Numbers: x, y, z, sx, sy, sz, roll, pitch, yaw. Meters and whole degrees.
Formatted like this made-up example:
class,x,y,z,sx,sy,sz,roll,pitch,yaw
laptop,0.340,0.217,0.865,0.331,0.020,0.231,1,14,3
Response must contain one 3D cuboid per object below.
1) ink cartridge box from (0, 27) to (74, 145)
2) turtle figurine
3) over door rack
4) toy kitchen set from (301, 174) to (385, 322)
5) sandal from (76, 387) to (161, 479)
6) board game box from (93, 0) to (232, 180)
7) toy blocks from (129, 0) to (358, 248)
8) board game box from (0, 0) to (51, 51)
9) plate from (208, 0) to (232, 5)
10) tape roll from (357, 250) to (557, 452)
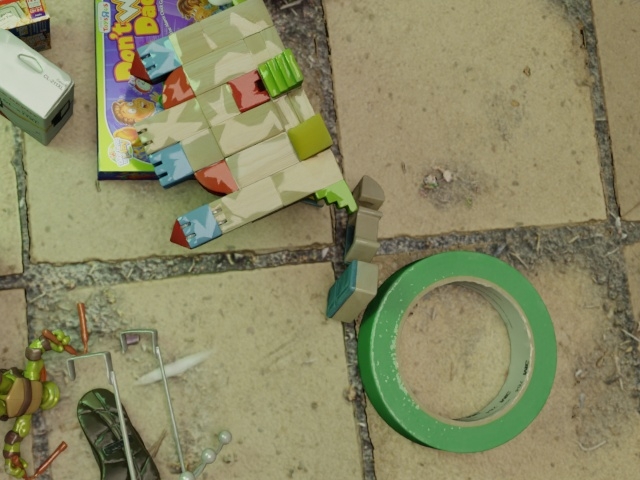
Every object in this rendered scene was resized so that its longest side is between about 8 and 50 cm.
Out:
class,x,y,z,sx,sy,sz,roll,pitch,yaw
ink cartridge box,-0.429,-0.218,1.428,0.127,0.175,0.072,36,76,-7
turtle figurine,-0.430,0.205,1.384,0.087,0.217,0.269,17,89,25
over door rack,-0.212,0.276,1.381,0.108,0.239,0.324,-23,90,7
toy kitchen set,0.000,0.000,1.562,0.166,0.122,0.207,14,60,-12
sandal,-0.300,0.325,1.458,0.090,0.060,0.219,-23,75,-21
board game box,-0.232,-0.269,1.536,0.233,0.078,0.347,-1,83,-15
toy blocks,-0.146,-0.162,1.429,0.261,0.191,0.381,-24,90,-5
board game box,-0.493,-0.294,1.436,0.193,0.147,0.045,-19,88,-17
plate,-0.106,-0.518,1.562,0.278,0.045,0.277,-22,71,-22
tape roll,0.222,0.178,1.598,0.321,0.077,0.321,2,83,-14
